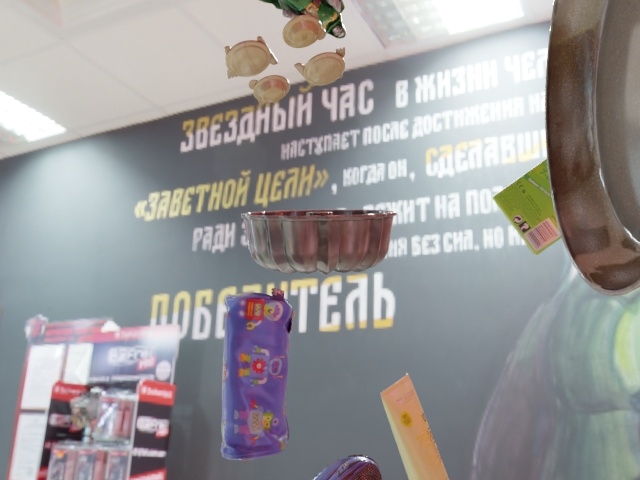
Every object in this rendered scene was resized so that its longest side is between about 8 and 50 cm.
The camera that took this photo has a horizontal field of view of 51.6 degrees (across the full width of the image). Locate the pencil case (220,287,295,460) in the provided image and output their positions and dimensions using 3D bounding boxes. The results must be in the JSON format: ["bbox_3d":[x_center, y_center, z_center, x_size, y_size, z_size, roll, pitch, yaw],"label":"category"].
[{"bbox_3d":[-0.113,0.241,1.207,0.133,0.306,0.119,3,-7,-15],"label":"pencil case"}]

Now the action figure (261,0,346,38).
[{"bbox_3d":[-0.036,-0.417,1.122,0.137,0.063,0.232,-38,-46,27],"label":"action figure"}]

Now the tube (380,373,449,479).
[{"bbox_3d":[0.156,0.337,1.037,0.062,0.240,0.070,-19,-4,-6],"label":"tube"}]

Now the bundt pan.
[{"bbox_3d":[0.000,0.000,1.402,0.330,0.124,0.331,-1,4,0],"label":"bundt pan"}]

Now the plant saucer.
[{"bbox_3d":[0.219,-0.117,0.461,0.050,0.311,0.310,-1,-18,3],"label":"plant saucer"}]

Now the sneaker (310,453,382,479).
[{"bbox_3d":[0.014,0.295,0.588,0.087,0.221,0.083,-17,-55,42],"label":"sneaker"}]

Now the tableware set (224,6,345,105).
[{"bbox_3d":[-0.048,-0.252,0.937,0.168,0.020,0.141,-21,-30,7],"label":"tableware set"}]

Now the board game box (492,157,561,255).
[{"bbox_3d":[0.432,-0.100,1.109,0.259,0.124,0.039,-37,-3,13],"label":"board game box"}]
